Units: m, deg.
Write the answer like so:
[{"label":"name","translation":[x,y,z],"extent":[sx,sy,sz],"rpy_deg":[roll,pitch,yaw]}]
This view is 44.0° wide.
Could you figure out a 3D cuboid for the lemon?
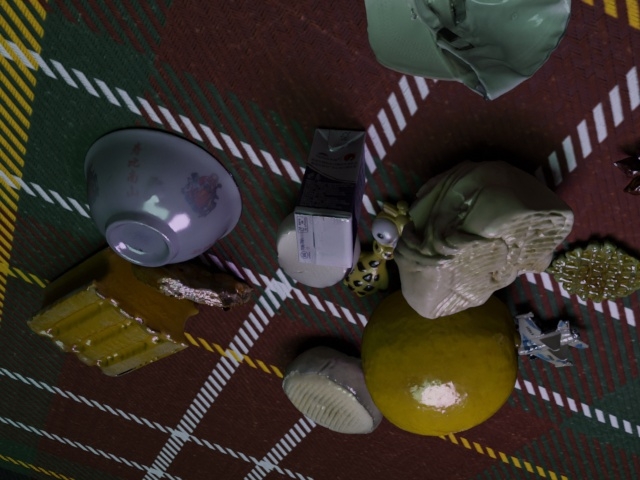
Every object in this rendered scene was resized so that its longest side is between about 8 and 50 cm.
[{"label":"lemon","translation":[0.248,0.240,1.652],"extent":[0.347,0.348,0.348],"rpy_deg":[8,140,7]}]

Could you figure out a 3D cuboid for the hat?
[{"label":"hat","translation":[0.190,-0.352,1.128],"extent":[0.301,0.168,0.258],"rpy_deg":[13,123,39]}]

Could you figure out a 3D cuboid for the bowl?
[{"label":"bowl","translation":[-0.342,-0.050,1.610],"extent":[0.345,0.157,0.346],"rpy_deg":[8,140,7]}]

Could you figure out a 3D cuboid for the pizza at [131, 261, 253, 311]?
[{"label":"pizza","translation":[-0.264,0.098,1.766],"extent":[0.296,0.071,0.189],"rpy_deg":[19,-178,-31]}]

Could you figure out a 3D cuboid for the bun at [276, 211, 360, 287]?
[{"label":"bun","translation":[0.000,0.000,1.596],"extent":[0.172,0.120,0.173],"rpy_deg":[11,134,12]}]

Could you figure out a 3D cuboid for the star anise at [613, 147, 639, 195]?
[{"label":"star anise","translation":[0.582,-0.121,1.334],"extent":[0.167,0.057,0.168],"rpy_deg":[11,150,6]}]

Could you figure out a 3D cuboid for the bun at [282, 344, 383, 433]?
[{"label":"bun","translation":[0.043,0.370,2.006],"extent":[0.287,0.146,0.287],"rpy_deg":[20,141,17]}]

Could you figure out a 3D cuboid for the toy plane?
[{"label":"toy plane","translation":[0.455,0.230,1.773],"extent":[0.261,0.088,0.192],"rpy_deg":[-13,129,43]}]

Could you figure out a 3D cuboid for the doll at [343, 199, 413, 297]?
[{"label":"doll","translation":[0.125,0.025,1.617],"extent":[0.117,0.086,0.291],"rpy_deg":[35,139,1]}]

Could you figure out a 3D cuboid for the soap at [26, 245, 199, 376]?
[{"label":"soap","translation":[-0.508,0.186,1.940],"extent":[0.293,0.156,0.335],"rpy_deg":[36,136,-29]}]

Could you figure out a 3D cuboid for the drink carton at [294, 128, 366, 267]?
[{"label":"drink carton","translation":[0.024,-0.080,1.412],"extent":[0.101,0.222,0.134],"rpy_deg":[5,140,10]}]

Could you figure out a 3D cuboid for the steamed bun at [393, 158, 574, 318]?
[{"label":"steamed bun","translation":[0.271,-0.016,1.432],"extent":[0.275,0.203,0.289],"rpy_deg":[2,137,-29]}]

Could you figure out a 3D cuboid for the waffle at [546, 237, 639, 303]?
[{"label":"waffle","translation":[0.553,0.066,1.578],"extent":[0.183,0.036,0.169],"rpy_deg":[32,139,-20]}]
